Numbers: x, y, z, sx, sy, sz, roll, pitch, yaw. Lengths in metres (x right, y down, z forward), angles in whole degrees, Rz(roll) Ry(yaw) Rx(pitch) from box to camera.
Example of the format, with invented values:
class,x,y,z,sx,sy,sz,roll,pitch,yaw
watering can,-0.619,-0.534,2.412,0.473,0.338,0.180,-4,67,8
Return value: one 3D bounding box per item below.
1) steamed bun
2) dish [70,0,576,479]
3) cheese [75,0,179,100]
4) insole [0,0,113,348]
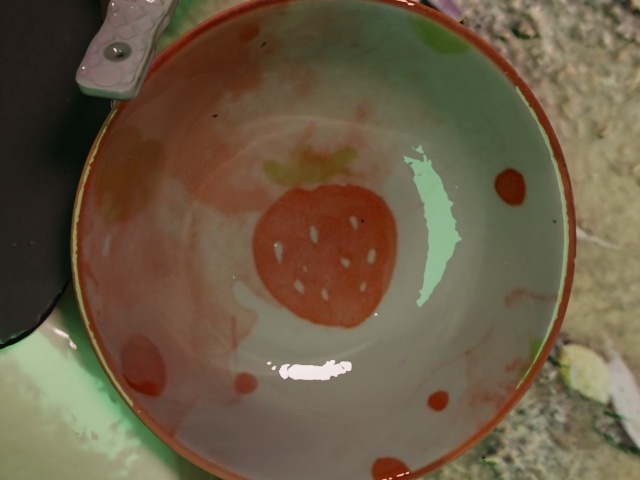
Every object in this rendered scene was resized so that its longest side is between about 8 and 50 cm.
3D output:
class,x,y,z,sx,sy,sz,roll,pitch,yaw
steamed bun,-0.163,0.088,0.645,0.242,0.146,0.164,32,109,0
dish,0.000,0.000,0.602,0.260,0.085,0.260,-1,96,-11
cheese,-0.076,-0.142,0.551,0.097,0.192,0.037,10,145,8
insole,-0.163,-0.097,0.582,0.110,0.012,0.309,-2,78,-6
